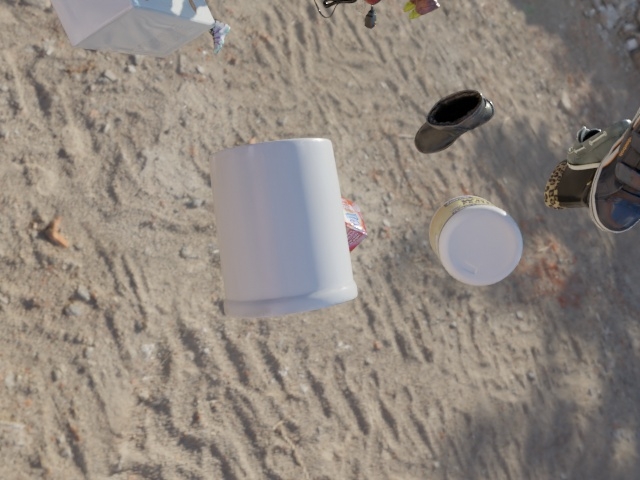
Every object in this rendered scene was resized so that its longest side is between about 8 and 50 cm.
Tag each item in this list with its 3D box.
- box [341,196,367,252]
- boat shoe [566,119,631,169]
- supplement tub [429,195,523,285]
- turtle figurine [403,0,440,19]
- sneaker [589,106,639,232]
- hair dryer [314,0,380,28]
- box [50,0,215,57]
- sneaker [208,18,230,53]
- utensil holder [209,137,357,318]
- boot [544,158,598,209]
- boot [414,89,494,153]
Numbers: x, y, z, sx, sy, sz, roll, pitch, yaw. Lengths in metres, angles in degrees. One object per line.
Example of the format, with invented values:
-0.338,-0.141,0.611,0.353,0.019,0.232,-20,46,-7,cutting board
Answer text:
0.000,0.000,1.701,0.122,0.257,0.128,21,39,-32,box
0.650,-0.226,1.393,0.319,0.116,0.099,-66,134,-81,boat shoe
0.443,-0.011,1.769,0.228,0.228,0.316,53,9,-8,supplement tub
0.137,-0.510,1.046,0.217,0.087,0.269,59,1,-31,turtle figurine
0.631,-0.162,1.155,0.126,0.321,0.127,22,9,1,sneaker
0.086,-0.783,1.880,0.223,0.294,0.080,14,63,2,hair dryer
-0.411,-0.539,1.297,0.215,0.168,0.345,65,21,-4,box
-0.307,-0.588,1.720,0.069,0.038,0.098,26,68,-22,sneaker
-0.096,-0.033,1.462,0.327,0.327,0.386,-11,95,-45,utensil holder
0.790,-0.215,1.604,0.138,0.284,0.377,42,81,-11,boot
0.236,-0.218,1.129,0.076,0.189,0.208,57,27,0,boot
